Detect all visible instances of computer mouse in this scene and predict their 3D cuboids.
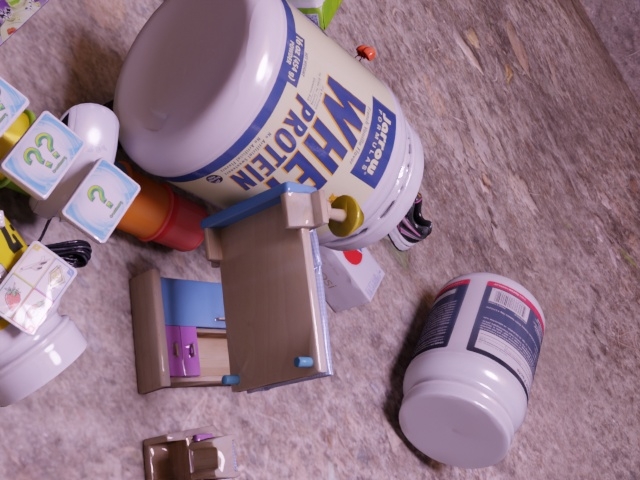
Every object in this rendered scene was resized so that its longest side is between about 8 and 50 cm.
[{"bbox_3d":[-0.258,-0.048,0.807,0.106,0.193,0.042,10,27,-39],"label":"computer mouse"}]

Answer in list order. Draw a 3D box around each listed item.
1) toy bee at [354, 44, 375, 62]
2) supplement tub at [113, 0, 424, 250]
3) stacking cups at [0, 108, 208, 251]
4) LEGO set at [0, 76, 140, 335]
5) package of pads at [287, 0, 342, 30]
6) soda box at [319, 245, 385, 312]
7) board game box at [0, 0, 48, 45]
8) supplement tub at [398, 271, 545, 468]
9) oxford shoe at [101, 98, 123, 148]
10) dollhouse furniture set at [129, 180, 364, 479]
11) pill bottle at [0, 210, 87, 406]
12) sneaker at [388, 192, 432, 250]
[{"bbox_3d":[-0.003,-0.254,1.217,0.298,0.162,0.195,32,6,-47],"label":"toy bee"},{"bbox_3d":[-0.047,-0.132,0.929,0.324,0.235,0.236,28,53,-46],"label":"supplement tub"},{"bbox_3d":[-0.266,-0.060,0.888,0.316,0.096,0.096,30,51,-43],"label":"stacking cups"},{"bbox_3d":[-0.276,-0.021,0.676,0.182,0.060,0.244,41,53,-21],"label":"LEGO set"},{"bbox_3d":[-0.062,-0.420,1.178,0.297,0.229,0.101,-66,154,-43],"label":"package of pads"},{"bbox_3d":[0.000,0.000,1.167,0.216,0.073,0.069,54,41,-18],"label":"soda box"},{"bbox_3d":[-0.367,-0.118,0.689,0.056,0.208,0.347,44,43,-23],"label":"board game box"},{"bbox_3d":[0.242,0.199,1.259,0.191,0.191,0.272,52,41,-19],"label":"supplement tub"},{"bbox_3d":[-0.169,-0.159,1.031,0.227,0.096,0.083,-13,80,-53],"label":"oxford shoe"},{"bbox_3d":[-0.036,0.121,0.883,0.198,0.303,0.287,9,66,-46],"label":"dollhouse furniture set"},{"bbox_3d":[-0.319,0.043,0.737,0.209,0.119,0.119,57,39,-13],"label":"pill bottle"},{"bbox_3d":[0.135,-0.075,1.359,0.178,0.077,0.072,57,38,-12],"label":"sneaker"}]
